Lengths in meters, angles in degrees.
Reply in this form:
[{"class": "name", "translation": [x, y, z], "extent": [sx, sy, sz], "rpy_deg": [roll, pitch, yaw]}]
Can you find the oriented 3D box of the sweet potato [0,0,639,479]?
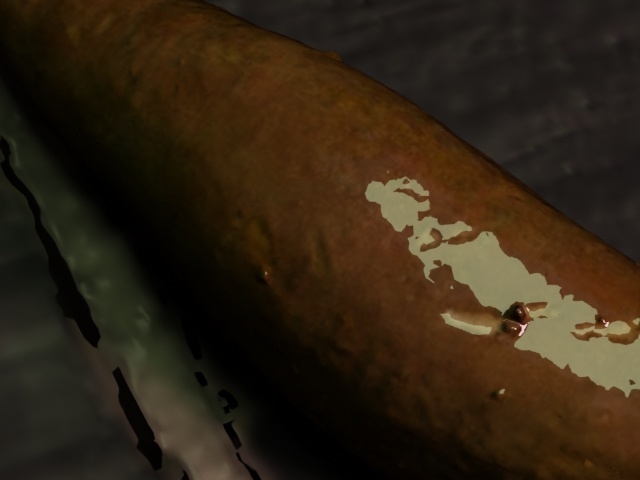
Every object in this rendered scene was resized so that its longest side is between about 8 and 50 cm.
[{"class": "sweet potato", "translation": [0.000, 0.000, 0.449], "extent": [0.243, 0.077, 0.077], "rpy_deg": [32, 54, 15]}]
